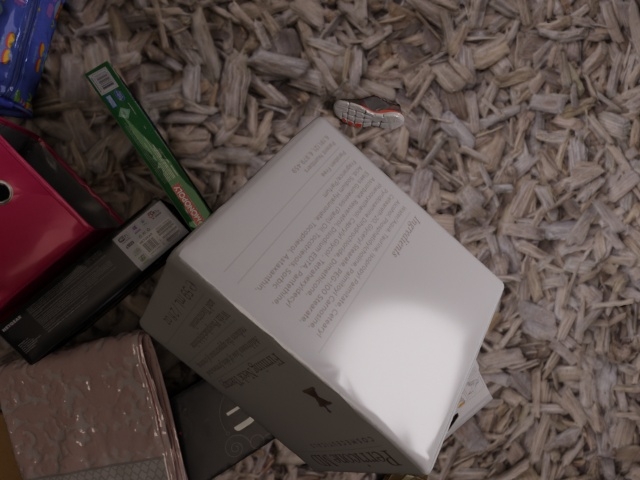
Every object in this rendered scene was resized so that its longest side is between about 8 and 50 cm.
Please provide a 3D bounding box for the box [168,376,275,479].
[{"bbox_3d":[-0.165,0.321,0.880,0.270,0.143,0.165,-31,84,-8],"label":"box"}]

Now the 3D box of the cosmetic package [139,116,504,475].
[{"bbox_3d":[-0.005,0.101,0.718,0.394,0.329,0.327,41,54,-4],"label":"cosmetic package"}]

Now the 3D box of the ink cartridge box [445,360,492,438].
[{"bbox_3d":[0.236,0.351,1.011,0.275,0.060,0.238,-36,121,-9],"label":"ink cartridge box"}]

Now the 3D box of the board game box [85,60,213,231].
[{"bbox_3d":[-0.286,-0.142,0.833,0.046,0.213,0.317,-34,95,-9],"label":"board game box"}]

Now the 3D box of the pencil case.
[{"bbox_3d":[-0.552,-0.380,0.827,0.119,0.133,0.306,17,87,-43],"label":"pencil case"}]

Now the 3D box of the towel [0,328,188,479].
[{"bbox_3d":[-0.412,0.341,0.803,0.332,0.053,0.316,-15,89,14],"label":"towel"}]

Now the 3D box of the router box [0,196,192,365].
[{"bbox_3d":[-0.363,0.058,0.804,0.309,0.243,0.081,-42,97,-8],"label":"router box"}]

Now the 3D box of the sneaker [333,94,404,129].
[{"bbox_3d":[0.105,-0.288,0.994,0.158,0.061,0.064,10,61,-11],"label":"sneaker"}]

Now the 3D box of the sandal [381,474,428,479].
[{"bbox_3d":[0.163,0.549,1.005,0.072,0.049,0.180,37,98,-3],"label":"sandal"}]

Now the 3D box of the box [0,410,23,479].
[{"bbox_3d":[-0.629,0.411,0.868,0.201,0.021,0.164,0,90,-11],"label":"box"}]

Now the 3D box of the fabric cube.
[{"bbox_3d":[-0.536,-0.027,0.764,0.258,0.259,0.254,-42,98,-7],"label":"fabric cube"}]
